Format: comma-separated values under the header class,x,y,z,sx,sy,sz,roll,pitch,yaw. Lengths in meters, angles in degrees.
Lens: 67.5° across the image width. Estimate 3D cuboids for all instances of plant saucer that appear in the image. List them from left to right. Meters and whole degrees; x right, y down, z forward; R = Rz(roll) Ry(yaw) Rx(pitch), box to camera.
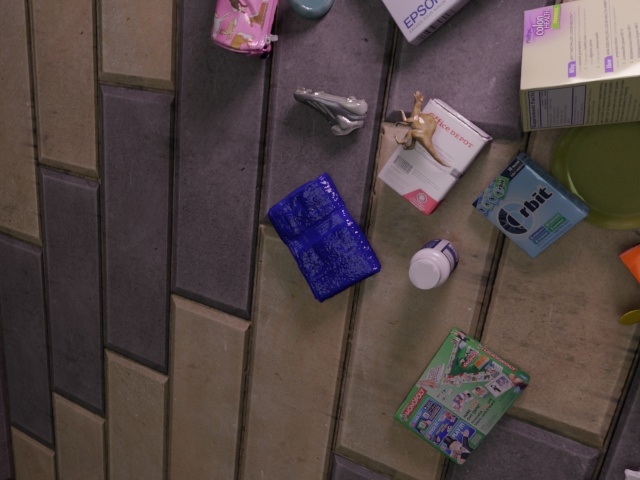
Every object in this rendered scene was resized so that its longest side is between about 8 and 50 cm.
class,x,y,z,sx,sy,sz,roll,pitch,yaw
plant saucer,-0.021,-0.600,1.155,0.119,0.021,0.119,-3,113,-6
plant saucer,0.577,-0.138,0.942,0.241,0.037,0.241,40,144,38

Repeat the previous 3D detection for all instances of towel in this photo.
class,x,y,z,sx,sy,sz,roll,pitch,yaw
towel,0.000,0.000,1.300,0.227,0.076,0.308,-33,87,30

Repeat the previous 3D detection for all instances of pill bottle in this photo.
class,x,y,z,sx,sy,sz,roll,pitch,yaw
pill bottle,0.264,0.057,1.127,0.094,0.169,0.094,7,105,26

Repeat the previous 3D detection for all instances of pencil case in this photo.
class,x,y,z,sx,sy,sz,roll,pitch,yaw
pencil case,-0.155,-0.654,1.169,0.167,0.160,0.386,12,111,-12

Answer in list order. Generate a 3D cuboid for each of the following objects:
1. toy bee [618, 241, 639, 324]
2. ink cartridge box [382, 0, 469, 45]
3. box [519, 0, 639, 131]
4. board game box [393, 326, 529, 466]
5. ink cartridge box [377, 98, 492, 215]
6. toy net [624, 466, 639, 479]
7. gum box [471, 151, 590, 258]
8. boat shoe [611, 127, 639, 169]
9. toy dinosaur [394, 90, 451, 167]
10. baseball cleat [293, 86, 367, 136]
class,x,y,z,sx,sy,sz,roll,pitch,yaw
toy bee,0.709,0.149,0.955,0.195,0.162,0.298,-16,70,37
ink cartridge box,0.236,-0.653,1.003,0.324,0.071,0.330,-34,86,35
box,0.502,-0.328,0.878,0.243,0.117,0.214,0,61,26
board game box,0.355,0.408,1.241,0.213,0.046,0.317,34,116,17
ink cartridge box,0.263,-0.193,1.109,0.158,0.092,0.218,41,119,13
toy net,0.768,0.488,1.055,0.122,0.045,0.232,29,116,16
gum box,0.453,-0.074,1.047,0.184,0.041,0.157,45,136,11
boat shoe,0.679,-0.180,0.891,0.306,0.105,0.113,34,135,44
toy dinosaur,0.214,-0.232,1.043,0.092,0.053,0.183,-19,90,30
baseball cleat,0.018,-0.323,1.214,0.206,0.072,0.109,19,117,26
